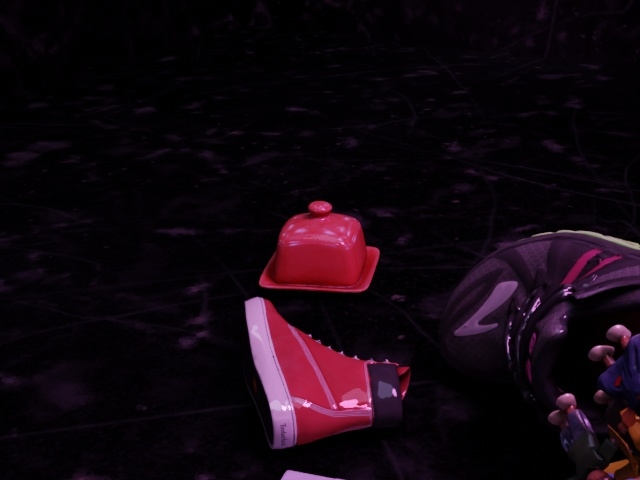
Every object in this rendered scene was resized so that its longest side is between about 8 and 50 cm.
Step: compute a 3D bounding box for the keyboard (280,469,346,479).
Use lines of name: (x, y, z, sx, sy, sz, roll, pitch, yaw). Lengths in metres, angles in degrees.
keyboard: (-0.042, 0.291, 0.934, 0.072, 0.014, 0.256, 1, 22, 19)

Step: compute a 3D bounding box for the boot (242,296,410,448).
boot: (0.004, 0.142, 1.190, 0.176, 0.088, 0.244, -7, 32, -14)

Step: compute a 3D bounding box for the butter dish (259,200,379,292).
butter dish: (0.000, 0.000, 1.476, 0.160, 0.118, 0.160, 3, 24, 10)

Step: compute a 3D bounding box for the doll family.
doll family: (0.261, 0.134, 0.807, 0.076, 0.193, 0.111, 8, 35, -18)

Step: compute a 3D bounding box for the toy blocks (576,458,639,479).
toy blocks: (0.325, 0.249, 0.839, 0.261, 0.190, 0.381, 1, 19, 38)

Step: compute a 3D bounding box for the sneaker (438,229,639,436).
sneaker: (0.259, 0.090, 1.031, 0.202, 0.185, 0.483, -15, 3, -29)
